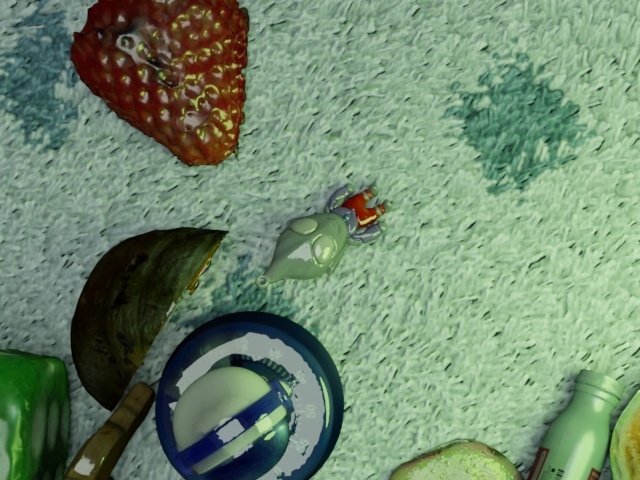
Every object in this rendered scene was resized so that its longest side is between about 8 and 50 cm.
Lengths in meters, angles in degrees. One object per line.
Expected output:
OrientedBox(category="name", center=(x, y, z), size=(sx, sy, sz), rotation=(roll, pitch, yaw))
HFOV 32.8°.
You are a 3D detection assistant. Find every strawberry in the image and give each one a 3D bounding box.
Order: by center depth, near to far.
OrientedBox(category="strawberry", center=(-0.234, -0.252, 1.546), size=(0.254, 0.150, 0.280), rotation=(1, 85, 2))

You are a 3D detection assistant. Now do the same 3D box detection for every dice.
OrientedBox(category="dice", center=(-0.502, 0.278, 1.445), size=(0.300, 0.297, 0.287), rotation=(8, 83, 2))

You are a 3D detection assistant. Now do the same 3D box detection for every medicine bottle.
OrientedBox(category="medicine bottle", center=(0.357, 0.292, 1.526), size=(0.090, 0.090, 0.216), rotation=(25, 79, 2))

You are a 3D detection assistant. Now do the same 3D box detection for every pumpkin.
OrientedBox(category="pumpkin", center=(-0.268, 0.085, 1.512), size=(0.148, 0.169, 0.312), rotation=(30, 87, 0))

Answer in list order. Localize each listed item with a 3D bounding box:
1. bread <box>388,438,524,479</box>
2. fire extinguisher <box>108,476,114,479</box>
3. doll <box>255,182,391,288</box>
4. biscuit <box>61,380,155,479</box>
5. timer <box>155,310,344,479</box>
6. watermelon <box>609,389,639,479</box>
OrientedBox(category="bread", center=(0.194, 0.399, 1.554), size=(0.229, 0.033, 0.228), rotation=(0, 87, 1))
OrientedBox(category="fire extinguisher", center=(-0.339, 0.360, 1.571), size=(0.083, 0.025, 0.038), rotation=(-14, 62, 0))
OrientedBox(category="doll", center=(0.000, 0.000, 1.564), size=(0.228, 0.075, 0.102), rotation=(-33, 70, -12))
OrientedBox(category="biscuit", center=(-0.306, 0.308, 1.457), size=(0.047, 0.183, 0.319), rotation=(30, 49, 1))
OrientedBox(category="timer", center=(-0.104, 0.228, 1.395), size=(0.271, 0.383, 0.270), rotation=(0, 87, 1))
OrientedBox(category="watermelon", center=(0.544, 0.266, 1.515), size=(0.322, 0.188, 0.175), rotation=(-29, 45, 6))
